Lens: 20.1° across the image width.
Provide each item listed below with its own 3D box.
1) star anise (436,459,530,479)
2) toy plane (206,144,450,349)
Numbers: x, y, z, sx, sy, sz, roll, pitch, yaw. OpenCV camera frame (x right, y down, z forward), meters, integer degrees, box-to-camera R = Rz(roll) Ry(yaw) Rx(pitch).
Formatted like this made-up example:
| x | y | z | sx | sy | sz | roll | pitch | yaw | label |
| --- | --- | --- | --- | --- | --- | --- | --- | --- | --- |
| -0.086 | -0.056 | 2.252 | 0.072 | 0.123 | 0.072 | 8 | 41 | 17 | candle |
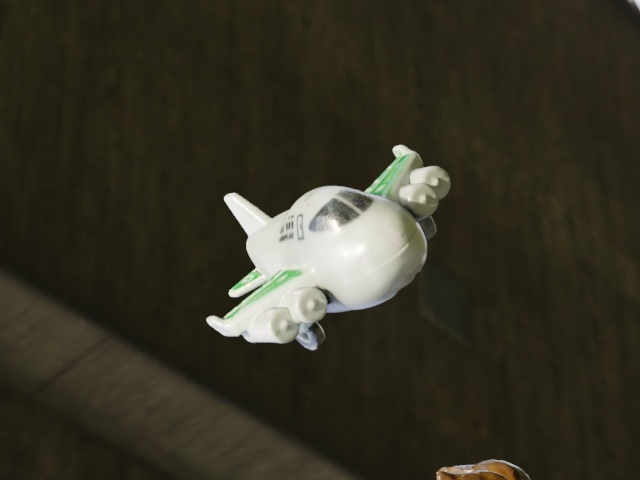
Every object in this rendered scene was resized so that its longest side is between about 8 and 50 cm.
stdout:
| x | y | z | sx | sy | sz | roll | pitch | yaw | label |
| --- | --- | --- | --- | --- | --- | --- | --- | --- | --- |
| 0.145 | 0.221 | 1.189 | 0.196 | 0.111 | 0.212 | 46 | -142 | 11 | star anise |
| 0.002 | 0.002 | 1.098 | 0.080 | 0.174 | 0.174 | 56 | -148 | -19 | toy plane |
